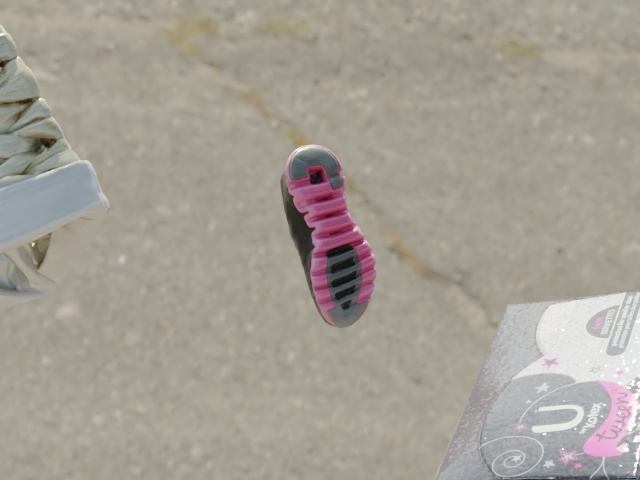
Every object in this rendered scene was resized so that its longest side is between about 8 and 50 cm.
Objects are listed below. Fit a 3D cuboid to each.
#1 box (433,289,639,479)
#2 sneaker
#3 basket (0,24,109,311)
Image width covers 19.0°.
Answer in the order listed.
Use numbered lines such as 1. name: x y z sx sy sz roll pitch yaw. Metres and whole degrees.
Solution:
1. box: 0.202 0.158 1.424 0.163 0.142 0.247 -9 29 26
2. sneaker: 0.000 0.000 1.242 0.047 0.057 0.119 -9 82 -24
3. basket: -0.175 -0.012 0.671 0.167 0.113 0.103 -23 82 -22
